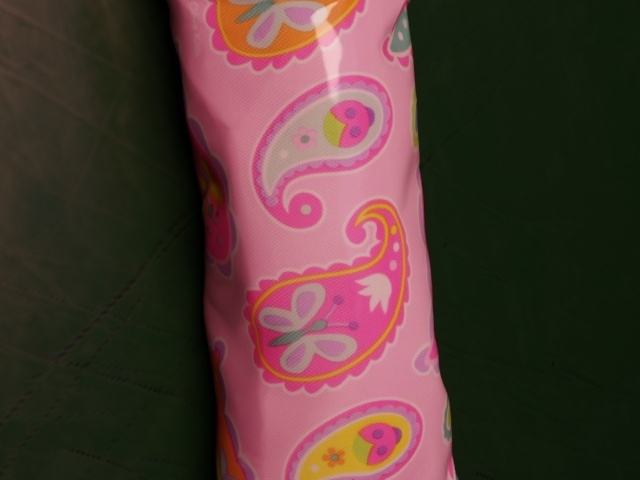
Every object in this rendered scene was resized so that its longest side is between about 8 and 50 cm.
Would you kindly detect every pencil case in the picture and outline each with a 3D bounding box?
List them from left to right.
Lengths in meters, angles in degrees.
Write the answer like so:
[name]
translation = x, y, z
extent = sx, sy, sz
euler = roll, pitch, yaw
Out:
[pencil case]
translation = 0.000, 0.000, 0.569
extent = 0.124, 0.124, 0.284
euler = -11, 102, -31
